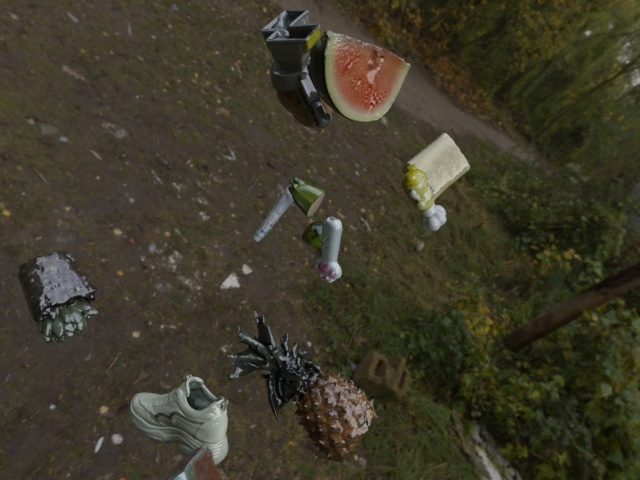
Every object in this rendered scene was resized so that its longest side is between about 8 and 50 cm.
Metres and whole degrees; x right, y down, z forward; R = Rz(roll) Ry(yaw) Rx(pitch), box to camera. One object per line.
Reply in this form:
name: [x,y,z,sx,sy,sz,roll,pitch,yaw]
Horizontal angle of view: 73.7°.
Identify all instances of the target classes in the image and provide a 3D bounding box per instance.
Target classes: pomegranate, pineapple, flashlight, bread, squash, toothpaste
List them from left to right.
toothpaste: [-0.161,-0.085,1.486,0.052,0.218,0.033,35,9,-22]
pineapple: [-0.057,0.310,0.932,0.364,0.165,0.165,34,29,15]
squash: [-0.062,-0.153,1.392,0.132,0.105,0.105,37,31,8]
pomegranate: [0.008,-0.011,1.712,0.143,0.122,0.169,38,1,-25]
flashlight: [0.026,0.028,1.252,0.093,0.200,0.047,22,26,35]
bread: [0.338,-0.213,1.247,0.178,0.060,0.139,-37,94,-22]

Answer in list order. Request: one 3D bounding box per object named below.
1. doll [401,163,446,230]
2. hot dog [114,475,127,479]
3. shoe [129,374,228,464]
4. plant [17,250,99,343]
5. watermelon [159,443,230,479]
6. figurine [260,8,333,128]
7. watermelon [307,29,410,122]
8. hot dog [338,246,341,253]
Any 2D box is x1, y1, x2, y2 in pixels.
doll: [0.236,-0.093,0.976,0.162,0.062,0.106,58,31,-23]
hot dog: [-0.597,0.721,1.238,0.083,0.035,0.058,-4,99,-52]
shoe: [-0.402,0.479,1.240,0.342,0.211,0.132,16,10,23]
plant: [-0.588,0.130,0.969,0.132,0.129,0.194,-25,86,-38]
watermelon: [-0.269,0.599,0.928,0.264,0.151,0.302,62,21,-8]
figurine: [-0.046,-0.431,1.136,0.285,0.167,0.343,72,18,-45]
watermelon: [0.064,-0.362,0.968,0.303,0.159,0.128,-8,30,-46]
hot dog: [0.059,0.077,2.126,0.065,0.099,0.147,21,11,23]
